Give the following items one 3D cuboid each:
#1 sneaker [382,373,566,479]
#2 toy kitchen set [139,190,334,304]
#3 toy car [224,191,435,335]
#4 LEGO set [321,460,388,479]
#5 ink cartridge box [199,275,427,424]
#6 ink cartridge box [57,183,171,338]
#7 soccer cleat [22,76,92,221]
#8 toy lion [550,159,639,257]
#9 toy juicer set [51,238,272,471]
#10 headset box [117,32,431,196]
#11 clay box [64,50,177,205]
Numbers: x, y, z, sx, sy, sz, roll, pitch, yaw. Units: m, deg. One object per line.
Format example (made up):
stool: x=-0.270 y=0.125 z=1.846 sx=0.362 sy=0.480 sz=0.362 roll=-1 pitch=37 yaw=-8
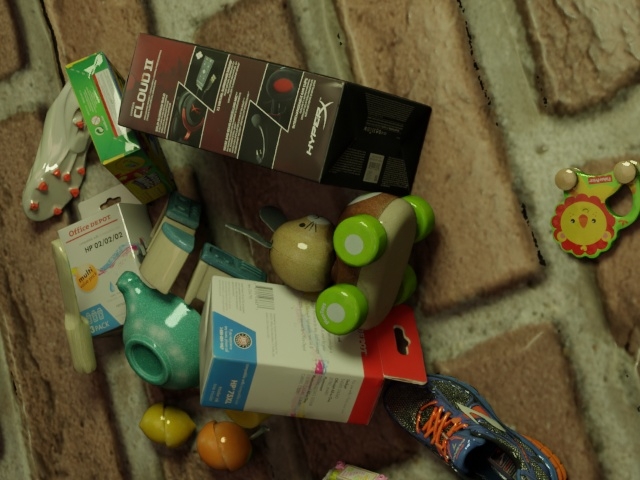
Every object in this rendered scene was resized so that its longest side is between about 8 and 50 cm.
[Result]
sneaker: x=0.156 y=0.209 z=1.418 sx=0.221 sy=0.087 sz=0.083 roll=29 pitch=102 yaw=26
toy kitchen set: x=-0.090 y=0.014 z=1.575 sx=0.207 sy=0.166 sz=0.122 roll=28 pitch=106 yaw=-11
toy car: x=0.000 y=0.000 z=1.432 sx=0.188 sy=0.155 sz=0.149 roll=22 pitch=110 yaw=22
LEGO set: x=0.063 y=0.339 z=1.482 sx=0.287 sy=0.107 sz=0.132 roll=30 pitch=138 yaw=22
ink cartridge box: x=-0.011 y=0.121 z=1.447 sx=0.134 sy=0.231 sz=0.078 roll=-96 pitch=19 yaw=-51
ink cartridge box: x=-0.258 y=0.020 z=1.665 sx=0.104 sy=0.061 sz=0.181 roll=-23 pitch=78 yaw=26
soccer cleat: x=-0.331 y=-0.117 z=1.714 sx=0.076 sy=0.068 sz=0.196 roll=42 pitch=111 yaw=44
toy lion: x=0.286 y=-0.031 z=1.385 sx=0.100 sy=0.034 sz=0.096 roll=-7 pitch=93 yaw=28
toy juicer set: x=-0.186 y=0.142 z=1.592 sx=0.329 sy=0.089 sz=0.209 roll=34 pitch=137 yaw=15
headset box: x=-0.060 y=-0.139 z=1.470 sx=0.293 sy=0.218 sz=0.110 roll=17 pitch=96 yaw=29
clay box: x=-0.228 y=-0.125 z=1.581 sx=0.053 sy=0.222 sz=0.127 roll=-23 pitch=77 yaw=2
